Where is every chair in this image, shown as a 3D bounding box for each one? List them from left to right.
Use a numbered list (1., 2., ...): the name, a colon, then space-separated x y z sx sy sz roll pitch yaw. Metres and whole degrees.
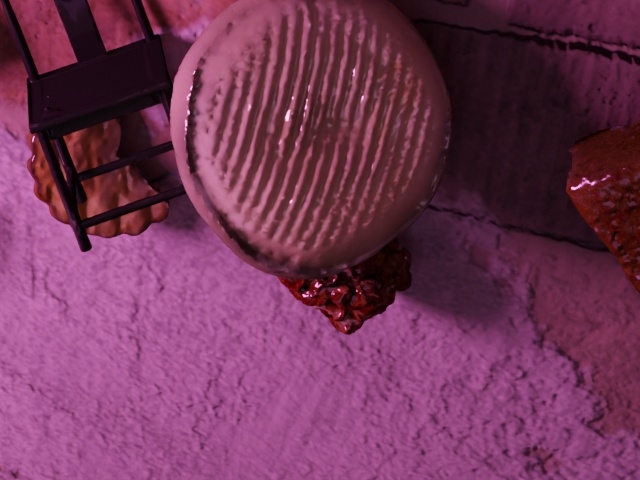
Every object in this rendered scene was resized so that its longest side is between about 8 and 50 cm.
1. chair: -0.214 -0.147 1.845 0.154 0.141 0.260 -19 118 -1

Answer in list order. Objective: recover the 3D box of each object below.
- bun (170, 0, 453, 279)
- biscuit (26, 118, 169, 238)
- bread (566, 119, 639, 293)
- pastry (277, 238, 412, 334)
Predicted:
1. bun: -0.014 -0.113 1.810 0.287 0.146 0.287 -4 107 -12
2. biscuit: -0.247 -0.078 1.977 0.118 0.061 0.183 -29 118 -2
3. bread: 0.442 -0.091 1.728 0.416 0.113 0.165 -24 117 30
4. pastry: -0.001 0.001 1.942 0.208 0.115 0.097 40 140 -17
